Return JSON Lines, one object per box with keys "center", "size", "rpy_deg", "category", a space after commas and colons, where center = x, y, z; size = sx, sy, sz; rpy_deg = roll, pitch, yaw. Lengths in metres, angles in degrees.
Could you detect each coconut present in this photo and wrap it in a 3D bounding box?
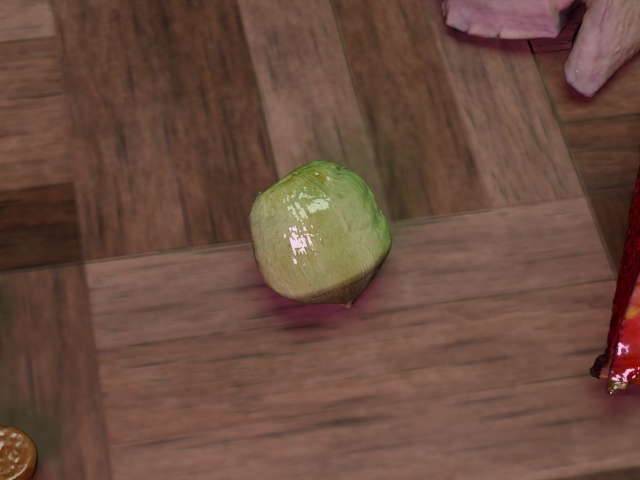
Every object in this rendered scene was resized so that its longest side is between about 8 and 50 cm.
{"center": [0.000, 0.000, 0.989], "size": [0.087, 0.096, 0.088], "rpy_deg": [-18, 18, 6], "category": "coconut"}

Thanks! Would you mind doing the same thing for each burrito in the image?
{"center": [0.223, -0.264, 1.167], "size": [0.190, 0.135, 0.332], "rpy_deg": [38, 63, 15], "category": "burrito"}

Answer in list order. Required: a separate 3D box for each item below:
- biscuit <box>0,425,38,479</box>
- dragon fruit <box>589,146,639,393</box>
{"center": [-0.230, 0.130, 0.908], "size": [0.138, 0.031, 0.205], "rpy_deg": [-16, 56, -14], "category": "biscuit"}
{"center": [0.253, -0.033, 0.974], "size": [0.126, 0.161, 0.274], "rpy_deg": [13, 52, 9], "category": "dragon fruit"}
